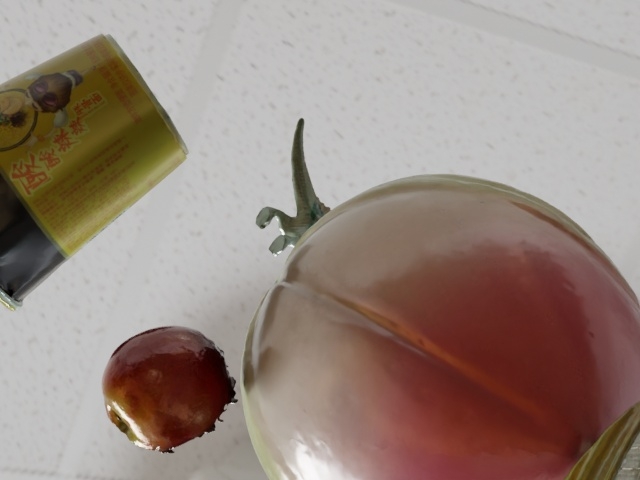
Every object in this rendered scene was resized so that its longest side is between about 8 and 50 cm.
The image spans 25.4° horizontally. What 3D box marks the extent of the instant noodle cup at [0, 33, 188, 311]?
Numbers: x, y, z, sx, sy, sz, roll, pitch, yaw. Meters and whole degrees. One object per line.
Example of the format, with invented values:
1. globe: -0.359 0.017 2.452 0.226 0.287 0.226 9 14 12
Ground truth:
1. instant noodle cup: -0.262 -0.076 1.373 0.236 0.215 0.215 -33 -55 -5

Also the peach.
1. peach: -0.105 0.093 0.966 0.098 0.098 0.061 -25 -52 -13

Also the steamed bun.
1. steamed bun: 0.105 0.105 0.973 0.309 0.309 0.309 -11 -60 -21

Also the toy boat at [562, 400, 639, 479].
1. toy boat: 0.159 0.168 0.770 0.065 0.066 0.172 14 -96 -57

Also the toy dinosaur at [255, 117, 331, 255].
1. toy dinosaur: -0.002 0.000 1.194 0.044 0.187 0.106 -23 -45 40
